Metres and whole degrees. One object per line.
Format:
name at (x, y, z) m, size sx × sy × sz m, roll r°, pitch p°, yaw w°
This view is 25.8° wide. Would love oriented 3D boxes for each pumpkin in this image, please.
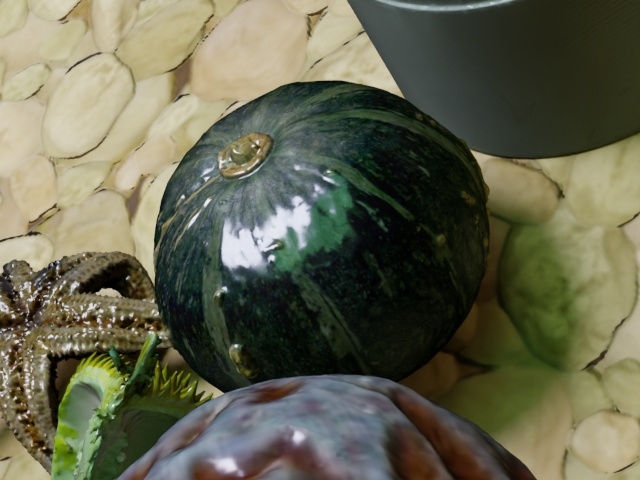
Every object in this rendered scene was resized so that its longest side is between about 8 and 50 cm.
pumpkin at (0.000, 0.001, 0.730) m, size 0.190 × 0.146 × 0.190 m, roll -15°, pitch 53°, yaw 21°

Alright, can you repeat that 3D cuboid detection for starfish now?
starfish at (-0.146, 0.073, 0.813) m, size 0.190 × 0.074 × 0.146 m, roll -6°, pitch 51°, yaw 22°

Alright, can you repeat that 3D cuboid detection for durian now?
durian at (-0.099, 0.118, 0.707) m, size 0.086 × 0.215 × 0.100 m, roll 13°, pitch 26°, yaw -1°

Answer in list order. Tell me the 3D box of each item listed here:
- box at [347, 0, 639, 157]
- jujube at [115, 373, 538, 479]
box at (0.119, -0.181, 0.788) m, size 0.226 × 0.149 × 0.226 m, roll -13°, pitch 54°, yaw 19°
jujube at (0.006, 0.181, 0.532) m, size 0.247 × 0.215 × 0.308 m, roll -9°, pitch 32°, yaw -12°
